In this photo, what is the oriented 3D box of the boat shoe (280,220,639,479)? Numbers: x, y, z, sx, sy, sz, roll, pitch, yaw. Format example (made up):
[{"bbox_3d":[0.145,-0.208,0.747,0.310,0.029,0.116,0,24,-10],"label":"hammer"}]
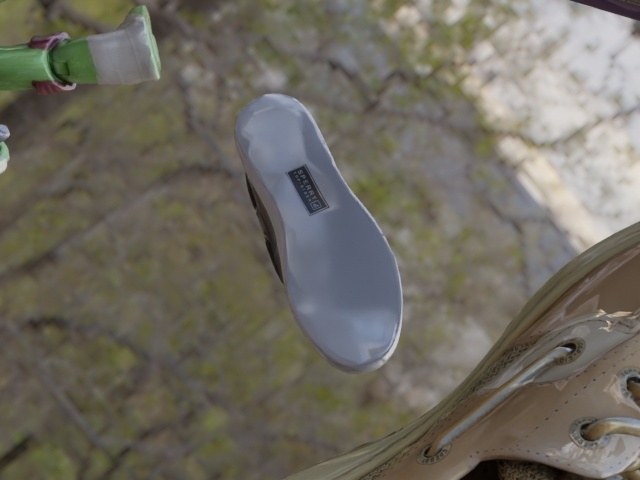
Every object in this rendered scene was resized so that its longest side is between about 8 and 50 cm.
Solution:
[{"bbox_3d":[0.098,0.097,0.739,0.122,0.341,0.110,57,-5,-19],"label":"boat shoe"}]

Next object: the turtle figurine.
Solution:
[{"bbox_3d":[-0.255,-0.148,1.352,0.275,0.266,0.198,71,4,-76],"label":"turtle figurine"}]

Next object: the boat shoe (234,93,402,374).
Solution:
[{"bbox_3d":[0.000,0.000,0.840,0.040,0.049,0.142,84,-14,-60],"label":"boat shoe"}]

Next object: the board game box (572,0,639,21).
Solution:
[{"bbox_3d":[0.159,-0.131,0.715,0.346,0.056,0.208,17,-11,0],"label":"board game box"}]
